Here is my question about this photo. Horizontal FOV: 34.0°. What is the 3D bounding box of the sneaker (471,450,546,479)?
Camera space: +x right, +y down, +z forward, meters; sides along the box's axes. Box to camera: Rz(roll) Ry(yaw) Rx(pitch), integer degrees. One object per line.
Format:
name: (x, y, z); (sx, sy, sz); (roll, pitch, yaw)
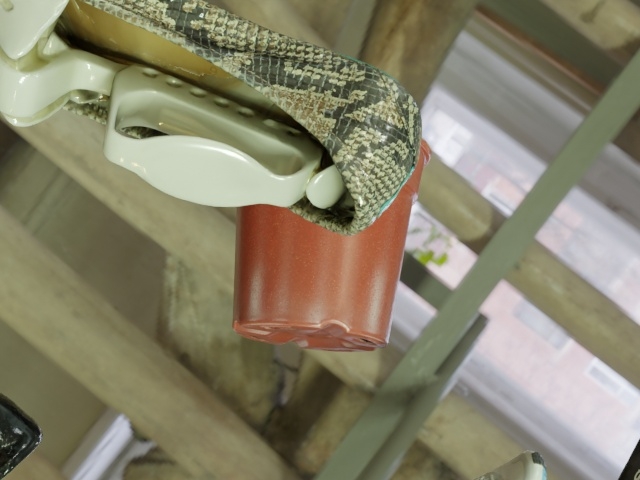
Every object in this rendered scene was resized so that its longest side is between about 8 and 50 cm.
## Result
sneaker: (0.157, 0.282, 1.099); (0.191, 0.082, 0.071); (-51, -162, 25)

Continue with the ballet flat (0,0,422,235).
ballet flat: (-0.152, -0.136, 0.869); (0.164, 0.482, 0.182); (110, 5, -48)

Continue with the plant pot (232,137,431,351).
plant pot: (0.000, 0.000, 1.364); (0.272, 0.272, 0.265); (80, 15, -76)

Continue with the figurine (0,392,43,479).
figurine: (-0.414, 0.171, 1.044); (0.214, 0.209, 0.092); (-34, -172, 32)

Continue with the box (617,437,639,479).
box: (0.167, 0.148, 0.390); (0.029, 0.162, 0.116); (28, 90, -38)
